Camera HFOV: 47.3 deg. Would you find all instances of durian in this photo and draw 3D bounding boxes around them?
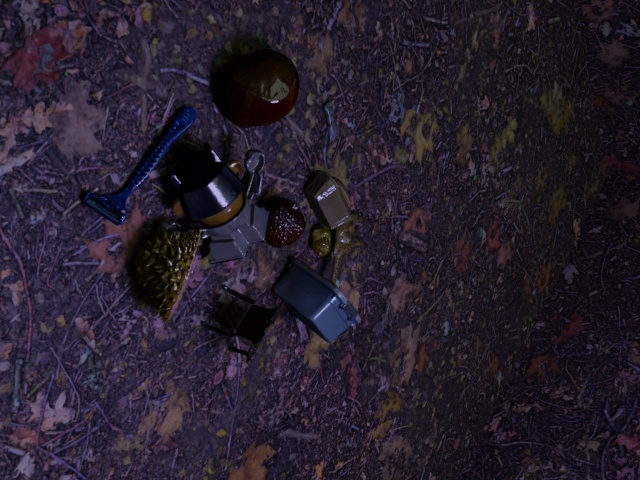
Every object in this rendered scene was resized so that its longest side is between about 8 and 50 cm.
[{"bbox_3d":[-0.324,0.074,1.584,0.132,0.182,0.165,2,58,-51],"label":"durian"}]

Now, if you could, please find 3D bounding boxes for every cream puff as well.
[{"bbox_3d":[0.000,0.000,2.039,0.058,0.083,0.083,3,116,-11],"label":"cream puff"}]

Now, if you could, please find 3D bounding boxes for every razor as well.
[{"bbox_3d":[-0.366,-0.166,1.549,0.324,0.093,0.056,-56,178,-28],"label":"razor"}]

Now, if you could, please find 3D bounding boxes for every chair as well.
[{"bbox_3d":[-0.164,0.209,1.783,0.149,0.213,0.174,47,66,-40],"label":"chair"}]

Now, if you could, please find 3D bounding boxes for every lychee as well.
[{"bbox_3d":[-0.098,-0.043,1.855,0.123,0.123,0.129,23,92,-51],"label":"lychee"}]

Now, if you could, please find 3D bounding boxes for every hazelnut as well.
[{"bbox_3d":[-0.145,-0.351,1.690,0.201,0.160,0.170,-13,102,-8],"label":"hazelnut"}]

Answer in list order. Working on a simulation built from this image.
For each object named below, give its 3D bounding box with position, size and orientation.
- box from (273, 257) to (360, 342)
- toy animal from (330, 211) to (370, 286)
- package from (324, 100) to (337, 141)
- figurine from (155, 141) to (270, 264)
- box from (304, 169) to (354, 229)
[{"bbox_3d":[-0.012,0.158,1.948,0.130,0.227,0.162,-45,135,-11],"label":"box"},{"bbox_3d":[0.068,0.028,2.105,0.275,0.054,0.149,-60,136,-37],"label":"toy animal"},{"bbox_3d":[0.028,-0.326,2.000,0.037,0.015,0.110,-44,133,-41],"label":"package"},{"bbox_3d":[-0.232,-0.090,1.657,0.308,0.143,0.308,-24,121,-48],"label":"figurine"},{"bbox_3d":[0.030,-0.111,2.001,0.111,0.111,0.177,-53,137,-25],"label":"box"}]
